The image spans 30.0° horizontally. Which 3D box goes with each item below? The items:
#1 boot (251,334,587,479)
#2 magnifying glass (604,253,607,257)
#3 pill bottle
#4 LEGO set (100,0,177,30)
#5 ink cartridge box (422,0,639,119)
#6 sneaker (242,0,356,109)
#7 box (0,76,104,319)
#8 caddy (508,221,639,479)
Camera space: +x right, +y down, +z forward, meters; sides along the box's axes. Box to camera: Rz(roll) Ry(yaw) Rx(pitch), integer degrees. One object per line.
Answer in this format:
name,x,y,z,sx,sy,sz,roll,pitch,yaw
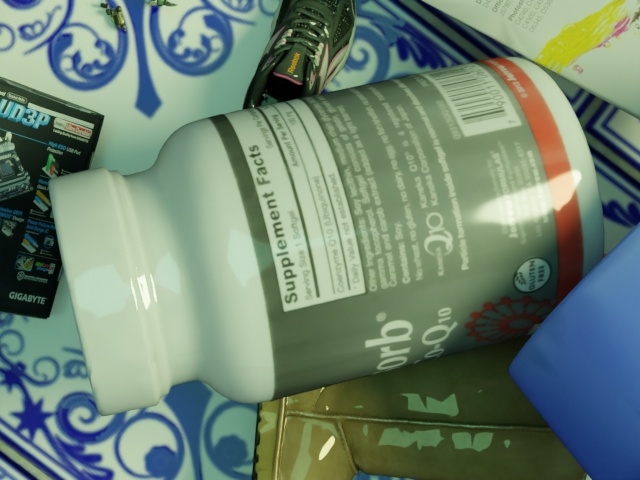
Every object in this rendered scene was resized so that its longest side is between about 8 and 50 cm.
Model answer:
boot,0.080,0.183,0.954,0.269,0.089,0.236,3,89,-3
magnifying glass,0.320,0.065,0.970,0.231,0.092,0.026,25,92,10
pill bottle,0.000,0.000,0.870,0.363,0.210,0.210,-13,89,-11
LEGO set,-0.143,-0.211,0.993,0.083,0.023,0.054,-23,87,11
ink cartridge box,0.248,-0.233,0.877,0.270,0.197,0.198,28,47,-1
sneaker,-0.017,-0.141,0.963,0.072,0.077,0.178,17,88,-1
box,-0.274,-0.042,0.892,0.051,0.220,0.175,14,88,36
caddy,0.293,0.061,0.813,0.341,0.241,0.179,-46,70,6
